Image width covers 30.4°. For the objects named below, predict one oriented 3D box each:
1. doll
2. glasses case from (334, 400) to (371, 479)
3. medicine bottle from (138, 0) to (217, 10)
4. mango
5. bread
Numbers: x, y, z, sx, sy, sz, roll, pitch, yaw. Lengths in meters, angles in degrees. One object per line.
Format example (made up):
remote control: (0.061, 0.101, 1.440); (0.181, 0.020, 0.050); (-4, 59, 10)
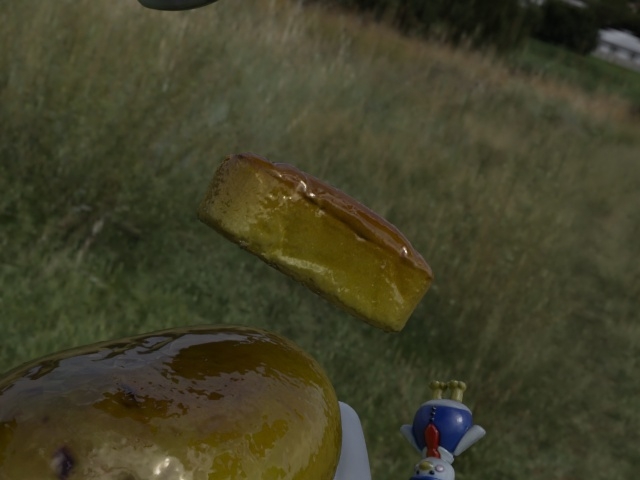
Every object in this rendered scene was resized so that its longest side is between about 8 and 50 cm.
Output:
doll: (0.123, 0.216, 1.229); (0.098, 0.143, 0.057); (-4, -31, 33)
glasses case: (0.020, 0.281, 1.369); (0.076, 0.049, 0.197); (4, 61, -25)
medicine bottle: (-0.033, -0.291, 0.998); (0.161, 0.111, 0.296); (-9, 20, 40)
mango: (-0.137, 0.182, 0.961); (0.301, 0.221, 0.445); (-5, 7, 19)
bread: (0.000, 0.000, 1.101); (0.245, 0.094, 0.102); (31, -3, -27)
